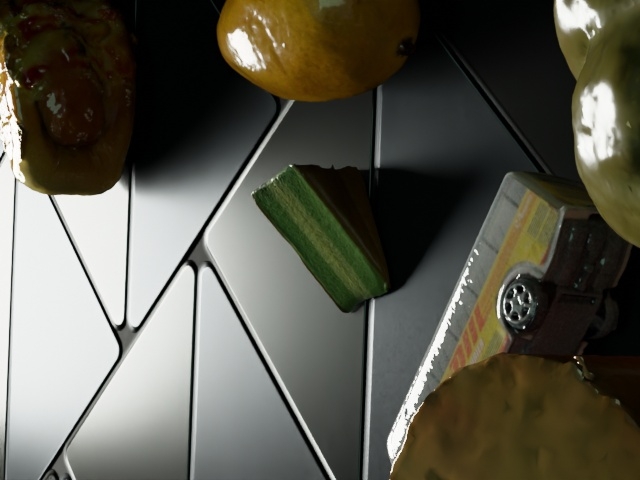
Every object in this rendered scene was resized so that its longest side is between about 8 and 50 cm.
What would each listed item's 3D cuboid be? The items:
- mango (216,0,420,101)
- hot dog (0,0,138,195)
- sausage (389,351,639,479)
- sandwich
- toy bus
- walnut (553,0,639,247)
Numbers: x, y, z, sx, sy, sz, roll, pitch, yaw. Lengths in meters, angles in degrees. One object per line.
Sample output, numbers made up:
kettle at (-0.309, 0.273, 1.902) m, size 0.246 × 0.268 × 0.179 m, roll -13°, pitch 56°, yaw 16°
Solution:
mango at (-0.010, -0.193, 1.160) m, size 0.227 × 0.109 × 0.147 m, roll 2°, pitch 114°, yaw 48°
hot dog at (-0.281, -0.183, 1.444) m, size 0.153 × 0.150 × 0.257 m, roll -54°, pitch 51°, yaw 45°
sausage at (0.207, 0.180, 0.766) m, size 0.233 × 0.287 × 0.233 m, roll -9°, pitch 78°, yaw 51°
sandwich at (0.000, 0.000, 1.163) m, size 0.074 × 0.074 × 0.117 m, roll -34°, pitch 64°, yaw 43°
toy bus at (0.136, 0.082, 1.000) m, size 0.106 × 0.092 × 0.268 m, roll 47°, pitch 123°, yaw 49°
walnut at (0.268, -0.123, 0.732) m, size 0.277 × 0.253 × 0.282 m, roll -27°, pitch 68°, yaw 42°
